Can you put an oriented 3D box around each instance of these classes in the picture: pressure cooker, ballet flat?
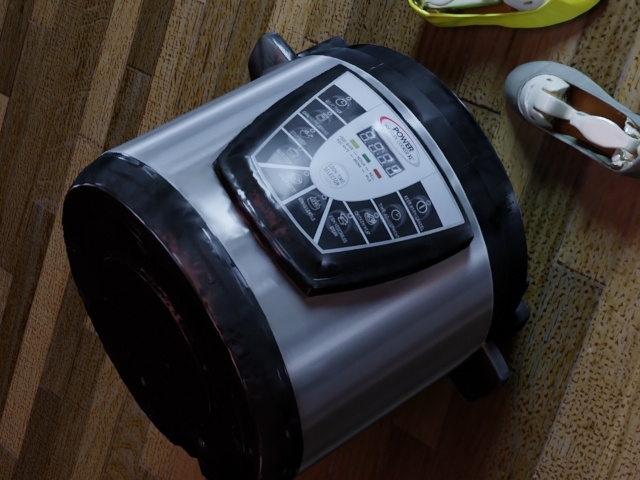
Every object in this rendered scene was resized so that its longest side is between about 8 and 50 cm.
[{"bbox_3d":[-0.003,0.001,1.259,0.375,0.420,0.370,27,138,48],"label":"pressure cooker"},{"bbox_3d":[0.258,-0.130,1.256,0.213,0.068,0.072,36,111,36],"label":"ballet flat"},{"bbox_3d":[0.191,-0.263,1.313,0.231,0.077,0.077,1,88,41],"label":"ballet flat"}]
